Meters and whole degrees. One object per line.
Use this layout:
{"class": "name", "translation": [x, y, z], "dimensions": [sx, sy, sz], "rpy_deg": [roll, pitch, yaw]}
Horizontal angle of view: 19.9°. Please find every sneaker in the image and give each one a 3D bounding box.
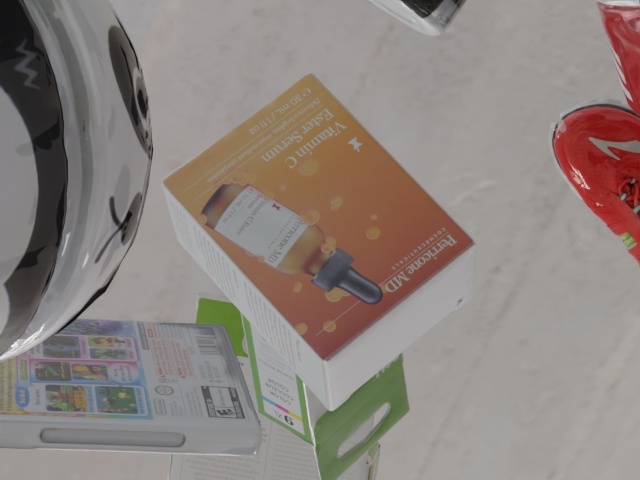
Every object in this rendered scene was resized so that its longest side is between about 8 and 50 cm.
{"class": "sneaker", "translation": [0.309, -0.162, 1.543], "dimensions": [0.087, 0.221, 0.128], "rpy_deg": [-22, 113, -6]}
{"class": "sneaker", "translation": [0.322, -0.017, 1.704], "dimensions": [0.107, 0.118, 0.279], "rpy_deg": [-39, 106, 14]}

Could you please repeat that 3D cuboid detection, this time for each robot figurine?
{"class": "robot figurine", "translation": [-0.178, -0.022, 0.574], "dimensions": [0.209, 0.278, 0.174], "rpy_deg": [-26, 83, 38]}

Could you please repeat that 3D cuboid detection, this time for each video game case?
{"class": "video game case", "translation": [-0.110, 0.072, 0.933], "dimensions": [0.143, 0.157, 0.019], "rpy_deg": [3, 106, -11]}

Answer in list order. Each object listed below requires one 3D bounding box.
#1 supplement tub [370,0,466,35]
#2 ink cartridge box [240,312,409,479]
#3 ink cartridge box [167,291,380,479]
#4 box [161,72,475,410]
{"class": "supplement tub", "translation": [0.103, -0.274, 1.497], "dimensions": [0.117, 0.117, 0.190], "rpy_deg": [34, 90, 22]}
{"class": "ink cartridge box", "translation": [0.004, 0.077, 1.370], "dimensions": [0.062, 0.109, 0.209], "rpy_deg": [27, 143, 32]}
{"class": "ink cartridge box", "translation": [-0.036, 0.184, 1.715], "dimensions": [0.188, 0.097, 0.255], "rpy_deg": [9, 95, 7]}
{"class": "box", "translation": [0.000, 0.000, 1.204], "dimensions": [0.130, 0.091, 0.170], "rpy_deg": [-38, 68, -14]}
